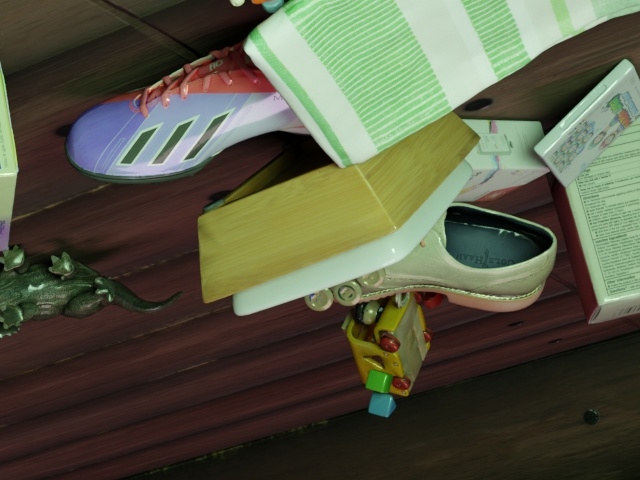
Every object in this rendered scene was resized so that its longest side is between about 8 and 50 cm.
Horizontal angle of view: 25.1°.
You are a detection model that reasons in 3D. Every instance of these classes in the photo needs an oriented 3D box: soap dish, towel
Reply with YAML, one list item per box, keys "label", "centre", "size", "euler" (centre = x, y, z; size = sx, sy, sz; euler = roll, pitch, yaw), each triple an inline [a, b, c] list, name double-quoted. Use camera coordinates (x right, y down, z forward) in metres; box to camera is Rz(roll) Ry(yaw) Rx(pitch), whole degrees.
- label: "soap dish"
  centre: [0.019, -0.046, 1.487]
  size: [0.229, 0.118, 0.291]
  euler: [-20, -168, 28]
- label: "towel"
  centre: [0.115, -0.190, 1.212]
  size: [0.325, 0.038, 0.248]
  euler: [-27, 150, 10]

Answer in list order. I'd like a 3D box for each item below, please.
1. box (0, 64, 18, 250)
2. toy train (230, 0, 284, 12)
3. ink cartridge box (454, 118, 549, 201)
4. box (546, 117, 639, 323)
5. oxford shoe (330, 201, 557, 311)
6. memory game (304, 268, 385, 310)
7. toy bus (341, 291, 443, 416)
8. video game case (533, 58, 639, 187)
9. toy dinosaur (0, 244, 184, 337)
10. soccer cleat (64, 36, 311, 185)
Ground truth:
- label: "box"
  centre: [-0.403, -0.061, 1.281]
  size: [0.243, 0.117, 0.213]
  euler: [-7, 163, -16]
- label: "toy train"
  centre: [-0.005, -0.205, 1.208]
  size: [0.125, 0.046, 0.166]
  euler: [-20, 150, 6]
- label: "ink cartridge box"
  centre: [0.163, -0.093, 1.709]
  size: [0.198, 0.067, 0.115]
  euler: [-2, 162, -36]
- label: "box"
  centre: [0.380, -0.030, 1.797]
  size: [0.149, 0.232, 0.127]
  euler: [-13, 165, 0]
- label: "oxford shoe"
  centre: [0.100, -0.006, 1.794]
  size: [0.397, 0.140, 0.146]
  euler: [3, 155, -6]
- label: "memory game"
  centre: [0.000, 0.000, 1.738]
  size: [0.186, 0.186, 0.012]
  euler: [-18, -162, 19]
- label: "toy bus"
  centre: [0.086, 0.126, 2.005]
  size: [0.104, 0.202, 0.191]
  euler: [13, -169, 23]
- label: "video game case"
  centre: [0.318, -0.133, 1.669]
  size: [0.143, 0.019, 0.157]
  euler: [-45, 158, 6]
- label: "toy dinosaur"
  centre: [-0.339, 0.063, 1.832]
  size: [0.314, 0.121, 0.160]
  euler: [-14, 177, -13]
- label: "soccer cleat"
  centre: [-0.086, -0.138, 1.323]
  size: [0.318, 0.108, 0.116]
  euler: [-13, 149, -3]
